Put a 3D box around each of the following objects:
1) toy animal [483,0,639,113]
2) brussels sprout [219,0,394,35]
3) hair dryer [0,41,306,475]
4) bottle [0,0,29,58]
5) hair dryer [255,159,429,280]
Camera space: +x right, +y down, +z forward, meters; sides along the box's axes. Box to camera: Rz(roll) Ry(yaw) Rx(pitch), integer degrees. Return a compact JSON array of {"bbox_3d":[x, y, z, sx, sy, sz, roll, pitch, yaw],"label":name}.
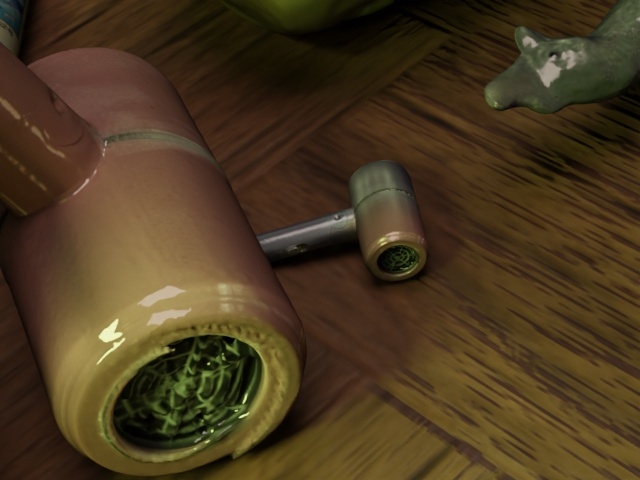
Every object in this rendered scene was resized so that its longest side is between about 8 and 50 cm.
[{"bbox_3d":[0.268,-0.136,0.800,0.367,0.081,0.205,-2,39,-1],"label":"toy animal"},{"bbox_3d":[0.045,-0.303,0.870,0.276,0.315,0.371,41,98,12],"label":"brussels sprout"},{"bbox_3d":[-0.153,-0.048,0.604,0.125,0.352,0.210,-37,46,7],"label":"hair dryer"},{"bbox_3d":[-0.235,-0.179,0.960,0.060,0.060,0.217,-8,42,3],"label":"bottle"},{"bbox_3d":[0.000,0.000,0.746,0.114,0.037,0.063,-16,44,6],"label":"hair dryer"}]
